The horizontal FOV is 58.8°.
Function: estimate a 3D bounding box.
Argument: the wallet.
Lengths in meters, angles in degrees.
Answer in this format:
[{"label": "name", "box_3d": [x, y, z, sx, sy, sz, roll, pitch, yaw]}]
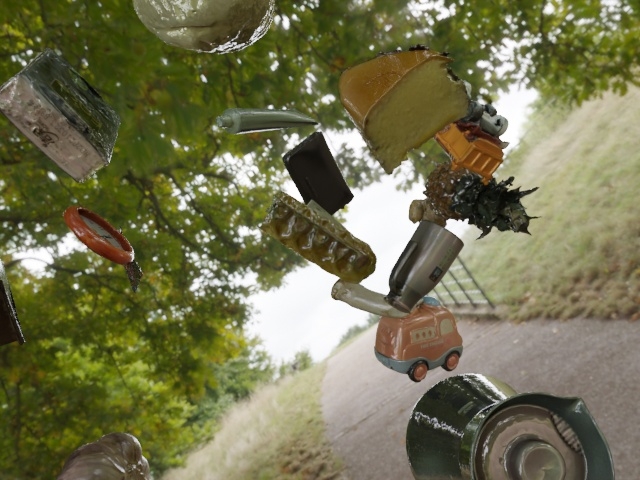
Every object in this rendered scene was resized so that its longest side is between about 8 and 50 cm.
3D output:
[{"label": "wallet", "box_3d": [-0.002, -0.171, 1.603, 0.149, 0.044, 0.250, -38, -58, -18]}]

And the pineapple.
[{"label": "pineapple", "box_3d": [0.346, -0.083, 1.246, 0.166, 0.165, 0.364, -32, 20, 0]}]

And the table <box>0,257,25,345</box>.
[{"label": "table", "box_3d": [-0.819, 0.120, 1.196, 0.282, 0.250, 0.196, -18, -45, -27]}]

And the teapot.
[{"label": "teapot", "box_3d": [0.269, 0.357, 0.911, 0.300, 0.253, 0.344, -48, -9, -12]}]

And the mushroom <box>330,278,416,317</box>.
[{"label": "mushroom", "box_3d": [0.129, 0.143, 1.387, 0.084, 0.209, 0.071, -6, -69, -64]}]

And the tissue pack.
[{"label": "tissue pack", "box_3d": [-0.407, -0.206, 0.904, 0.073, 0.235, 0.173, -37, -61, 6]}]

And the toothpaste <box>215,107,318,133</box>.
[{"label": "toothpaste", "box_3d": [-0.105, -0.237, 1.103, 0.069, 0.047, 0.268, 1, 14, 35]}]

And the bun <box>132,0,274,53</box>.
[{"label": "bun", "box_3d": [-0.163, -0.369, 0.881, 0.244, 0.244, 0.153, -24, -62, -25]}]

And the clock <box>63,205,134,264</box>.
[{"label": "clock", "box_3d": [-0.564, -0.010, 1.446, 0.051, 0.205, 0.205, -46, -18, 1]}]

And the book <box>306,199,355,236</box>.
[{"label": "book", "box_3d": [0.008, -0.013, 1.452, 0.022, 0.162, 0.232, -45, 6, 26]}]

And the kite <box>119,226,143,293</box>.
[{"label": "kite", "box_3d": [-0.554, 0.068, 1.628, 0.016, 0.321, 0.233, -17, -54, -28]}]

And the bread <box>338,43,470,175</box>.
[{"label": "bread", "box_3d": [0.119, -0.207, 0.822, 0.160, 0.169, 0.140, -31, -48, 8]}]

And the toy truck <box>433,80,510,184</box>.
[{"label": "toy truck", "box_3d": [0.267, -0.236, 1.132, 0.114, 0.270, 0.135, 17, -58, -32]}]

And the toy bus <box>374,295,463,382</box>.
[{"label": "toy bus", "box_3d": [0.306, 0.296, 1.800, 0.288, 0.231, 0.194, -10, 13, -29]}]

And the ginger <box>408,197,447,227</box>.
[{"label": "ginger", "box_3d": [0.324, -0.044, 1.606, 0.133, 0.214, 0.059, -17, -12, -28]}]

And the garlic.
[{"label": "garlic", "box_3d": [-0.408, 0.487, 1.059, 0.161, 0.244, 0.245, -18, -14, 12]}]

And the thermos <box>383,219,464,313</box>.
[{"label": "thermos", "box_3d": [0.198, 0.056, 1.180, 0.193, 0.105, 0.137, -56, -37, -6]}]

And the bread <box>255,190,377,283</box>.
[{"label": "bread", "box_3d": [0.000, -0.001, 1.201, 0.087, 0.270, 0.098, -53, 9, 34]}]
